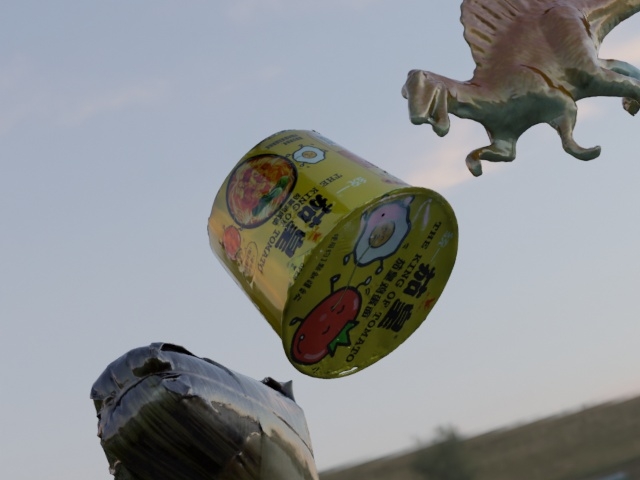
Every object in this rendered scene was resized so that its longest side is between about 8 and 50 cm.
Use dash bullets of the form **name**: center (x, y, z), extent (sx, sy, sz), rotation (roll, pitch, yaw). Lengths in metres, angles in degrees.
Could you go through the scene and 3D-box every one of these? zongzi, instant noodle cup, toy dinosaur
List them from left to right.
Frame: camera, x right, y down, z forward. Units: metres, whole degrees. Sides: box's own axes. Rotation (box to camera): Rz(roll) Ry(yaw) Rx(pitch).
- **zongzi**: center (-0.074, 0.261, 1.552), extent (0.154, 0.317, 0.289), rotation (-37, -27, 13)
- **instant noodle cup**: center (0.000, 0.000, 1.353), extent (0.182, 0.144, 0.182), rotation (-27, -42, -27)
- **toy dinosaur**: center (0.126, -0.108, 0.916), extent (0.142, 0.212, 0.057), rotation (25, -40, -9)
